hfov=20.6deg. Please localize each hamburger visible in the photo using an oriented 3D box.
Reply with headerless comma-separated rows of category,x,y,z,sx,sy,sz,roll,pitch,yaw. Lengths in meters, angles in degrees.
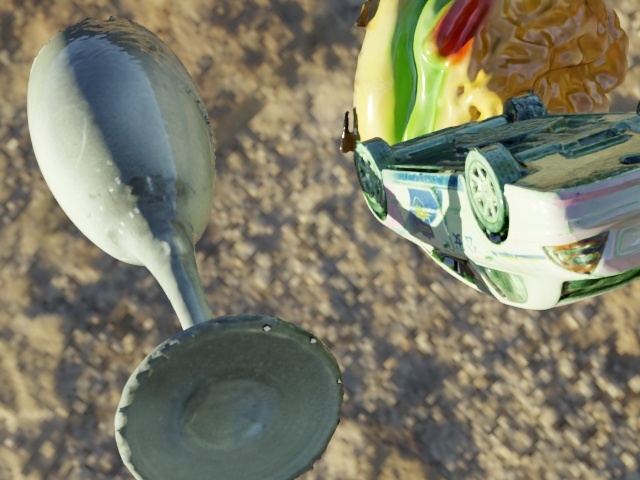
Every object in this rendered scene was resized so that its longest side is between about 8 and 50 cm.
hamburger,0.136,-0.120,1.288,0.149,0.237,0.237,18,70,30

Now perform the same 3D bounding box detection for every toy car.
toy car,0.089,-0.017,0.743,0.090,0.076,0.224,-19,9,-15

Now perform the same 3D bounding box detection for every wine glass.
wine glass,0.000,0.000,0.881,0.309,0.264,0.096,-118,38,-55
